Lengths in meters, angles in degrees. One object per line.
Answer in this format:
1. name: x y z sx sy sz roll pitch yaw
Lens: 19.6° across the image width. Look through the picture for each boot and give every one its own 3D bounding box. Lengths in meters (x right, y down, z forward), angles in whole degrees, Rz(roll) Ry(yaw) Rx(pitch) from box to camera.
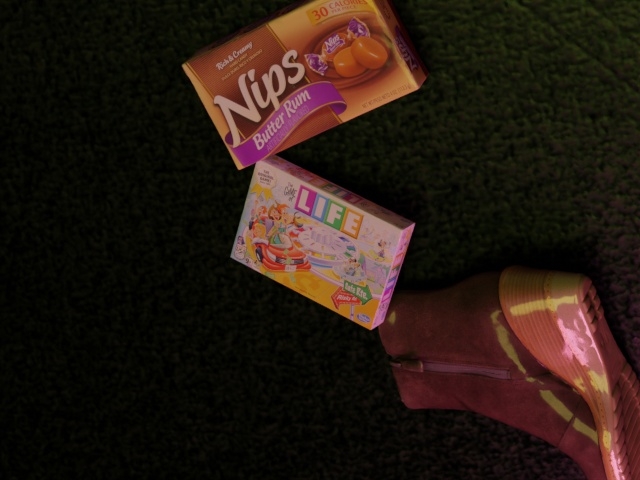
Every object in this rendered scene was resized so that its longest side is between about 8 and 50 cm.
1. boot: 0.175 0.138 1.673 0.207 0.090 0.248 -9 111 32

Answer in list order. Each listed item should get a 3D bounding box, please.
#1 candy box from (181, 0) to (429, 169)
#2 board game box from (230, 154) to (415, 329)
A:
1. candy box: -0.014 -0.149 1.611 0.187 0.053 0.109 -23 104 22
2. board game box: 0.000 0.000 1.661 0.154 0.026 0.103 26 117 21
